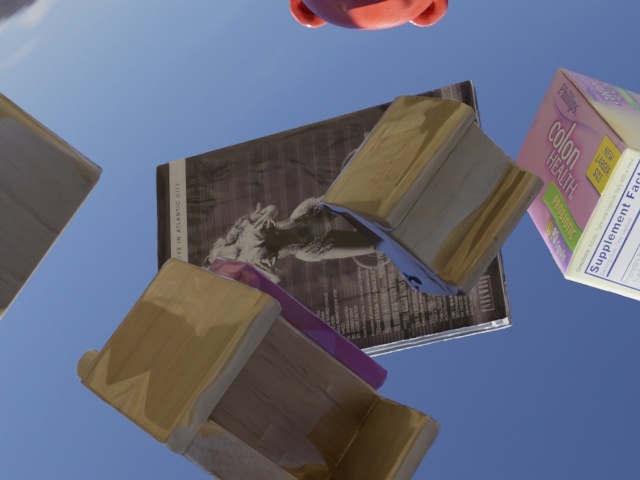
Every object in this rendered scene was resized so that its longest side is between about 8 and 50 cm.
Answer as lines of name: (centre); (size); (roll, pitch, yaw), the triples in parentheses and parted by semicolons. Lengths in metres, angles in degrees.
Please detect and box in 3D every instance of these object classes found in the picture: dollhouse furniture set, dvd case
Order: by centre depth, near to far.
dollhouse furniture set: (-0.050, -0.119, 0.408); (0.303, 0.286, 0.198); (-56, -157, -10)
dvd case: (0.000, 0.000, 0.801); (0.221, 0.018, 0.164); (-14, -118, 17)

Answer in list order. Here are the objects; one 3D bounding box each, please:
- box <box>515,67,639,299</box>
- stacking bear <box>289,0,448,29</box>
box: (0.310, -0.028, 1.090); (0.213, 0.243, 0.117); (-101, -150, -65)
stacking bear: (0.031, -0.275, 0.814); (0.175, 0.289, 0.164); (-2, -158, -3)
